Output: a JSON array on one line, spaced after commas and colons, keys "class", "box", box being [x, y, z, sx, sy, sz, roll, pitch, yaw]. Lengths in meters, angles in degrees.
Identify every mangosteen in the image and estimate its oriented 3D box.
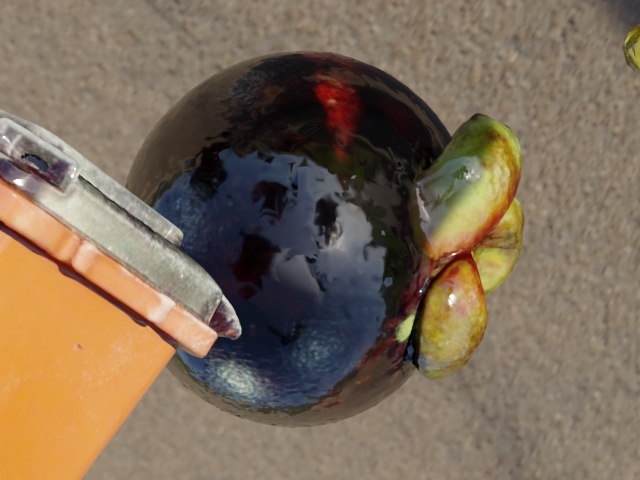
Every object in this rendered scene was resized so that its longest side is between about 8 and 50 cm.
[{"class": "mangosteen", "box": [0.000, 0.000, 1.144, 0.288, 0.288, 0.288, 14, 129, 17]}]

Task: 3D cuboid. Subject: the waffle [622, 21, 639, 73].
[{"class": "waffle", "box": [0.223, -0.138, 0.615, 0.249, 0.253, 0.056, -28, 150, 26]}]

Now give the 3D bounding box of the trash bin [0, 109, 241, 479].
[{"class": "trash bin", "box": [-0.168, 0.069, 0.706, 0.161, 0.238, 0.184, 23, 170, 41]}]
